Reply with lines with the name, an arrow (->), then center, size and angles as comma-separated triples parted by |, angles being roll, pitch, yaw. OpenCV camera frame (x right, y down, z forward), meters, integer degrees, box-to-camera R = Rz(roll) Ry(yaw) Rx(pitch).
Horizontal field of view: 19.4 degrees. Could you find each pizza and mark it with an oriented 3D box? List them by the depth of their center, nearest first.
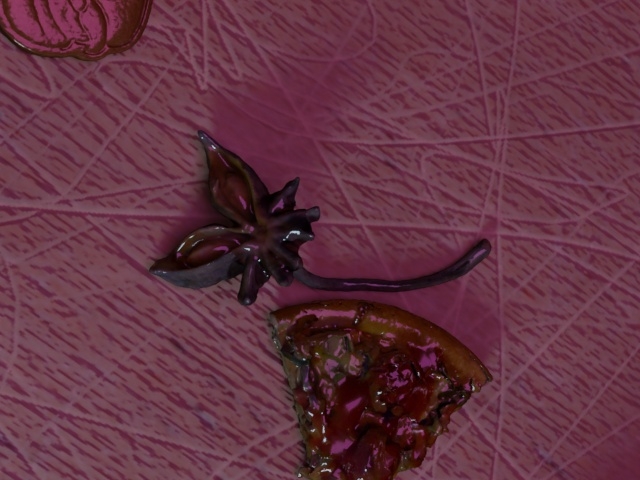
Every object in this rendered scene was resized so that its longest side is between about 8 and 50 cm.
pizza -> 0.047, 0.147, 1.537 | 0.201, 0.053, 0.193 | 8, 86, -22

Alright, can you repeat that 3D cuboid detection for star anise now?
star anise -> 0.000, 0.000, 1.542 | 0.227, 0.218, 0.148 | 37, 35, -57

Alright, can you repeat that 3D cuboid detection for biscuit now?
biscuit -> -0.193, -0.191, 1.466 | 0.130, 0.019, 0.102 | -4, 91, -23
